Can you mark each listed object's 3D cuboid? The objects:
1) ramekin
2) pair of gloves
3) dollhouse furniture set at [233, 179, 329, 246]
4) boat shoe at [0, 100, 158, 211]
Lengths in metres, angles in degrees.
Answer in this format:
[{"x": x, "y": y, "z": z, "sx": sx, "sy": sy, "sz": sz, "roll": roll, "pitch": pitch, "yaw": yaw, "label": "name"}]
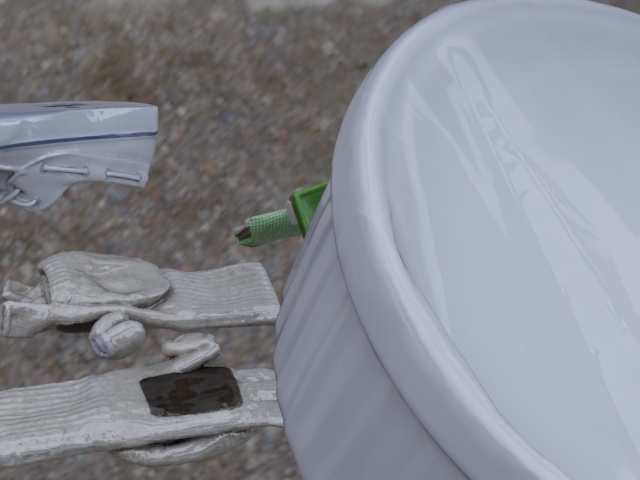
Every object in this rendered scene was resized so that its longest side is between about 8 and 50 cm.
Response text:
[{"x": 0.106, "y": 0.046, "z": 0.672, "sx": 0.273, "sy": 0.127, "sz": 0.273, "roll": 19, "pitch": 45, "yaw": -20, "label": "ramekin"}, {"x": -0.122, "y": 0.069, "z": 1.213, "sx": 0.204, "sy": 0.240, "sz": 0.042, "roll": 0, "pitch": 118, "yaw": -7, "label": "pair of gloves"}, {"x": 0.000, "y": 0.000, "z": 1.099, "sx": 0.076, "sy": 0.152, "sz": 0.058, "roll": -20, "pitch": 88, "yaw": -12, "label": "dollhouse furniture set"}, {"x": -0.226, "y": -0.064, "z": 1.419, "sx": 0.258, "sy": 0.095, "sz": 0.084, "roll": -7, "pitch": 103, "yaw": -45, "label": "boat shoe"}]
